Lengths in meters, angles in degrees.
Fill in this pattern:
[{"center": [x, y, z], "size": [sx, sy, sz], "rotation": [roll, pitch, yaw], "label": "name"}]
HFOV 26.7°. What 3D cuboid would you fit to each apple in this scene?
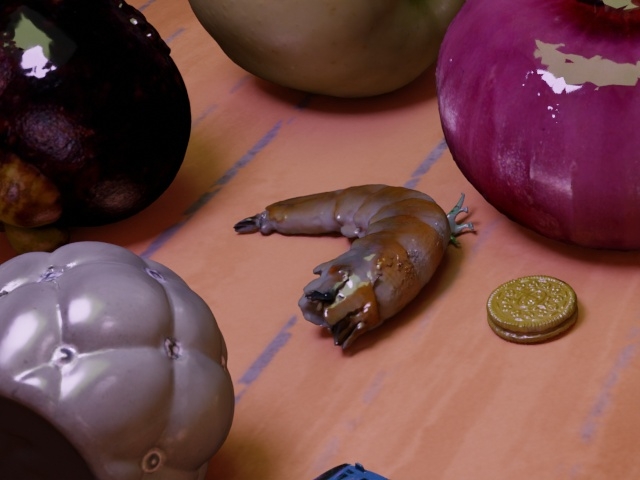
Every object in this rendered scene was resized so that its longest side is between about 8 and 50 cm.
[{"center": [0.012, -0.346, 1.672], "size": [0.357, 0.357, 0.357], "rotation": [-8, 31, 5], "label": "apple"}]

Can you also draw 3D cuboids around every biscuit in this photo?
[{"center": [0.194, 0.062, 1.234], "size": [0.084, 0.023, 0.084], "rotation": [-9, 31, 5], "label": "biscuit"}]

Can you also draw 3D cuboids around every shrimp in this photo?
[{"center": [0.033, -0.005, 1.353], "size": [0.185, 0.068, 0.287], "rotation": [-21, 32, -12], "label": "shrimp"}]

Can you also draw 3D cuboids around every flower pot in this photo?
[{"center": [-0.186, 0.121, 1.060], "size": [0.246, 0.246, 0.195], "rotation": [6, 33, 26], "label": "flower pot"}]

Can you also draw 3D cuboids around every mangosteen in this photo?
[{"center": [-0.294, -0.132, 1.498], "size": [0.297, 0.313, 0.297], "rotation": [23, 31, -15], "label": "mangosteen"}]

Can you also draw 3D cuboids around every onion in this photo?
[{"center": [0.287, -0.161, 1.315], "size": [0.358, 0.345, 0.358], "rotation": [-6, 67, 15], "label": "onion"}]

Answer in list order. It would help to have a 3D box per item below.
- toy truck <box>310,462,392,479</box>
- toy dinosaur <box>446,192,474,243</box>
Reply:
[{"center": [-0.016, 0.235, 0.986], "size": [0.175, 0.067, 0.081], "rotation": [-33, 31, -26], "label": "toy truck"}, {"center": [0.126, -0.015, 1.390], "size": [0.062, 0.021, 0.083], "rotation": [-19, 30, 12], "label": "toy dinosaur"}]
